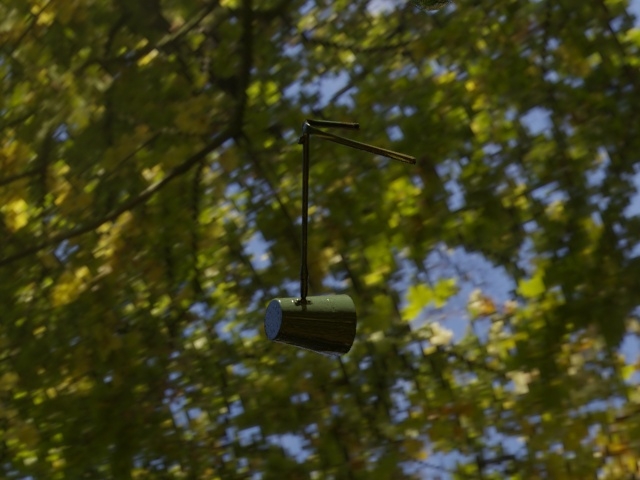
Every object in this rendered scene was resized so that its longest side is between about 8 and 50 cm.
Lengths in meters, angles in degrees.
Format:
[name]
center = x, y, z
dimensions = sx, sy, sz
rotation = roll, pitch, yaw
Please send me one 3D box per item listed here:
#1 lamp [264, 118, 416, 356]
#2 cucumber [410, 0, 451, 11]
[lamp]
center = -0.001, 0.001, 0.802
dimensions = 0.054, 0.041, 0.121
rotation = 6, -66, -26
[cucumber]
center = 0.126, -0.259, 1.536
dimensions = 0.056, 0.056, 0.250
rotation = 52, -147, -7
